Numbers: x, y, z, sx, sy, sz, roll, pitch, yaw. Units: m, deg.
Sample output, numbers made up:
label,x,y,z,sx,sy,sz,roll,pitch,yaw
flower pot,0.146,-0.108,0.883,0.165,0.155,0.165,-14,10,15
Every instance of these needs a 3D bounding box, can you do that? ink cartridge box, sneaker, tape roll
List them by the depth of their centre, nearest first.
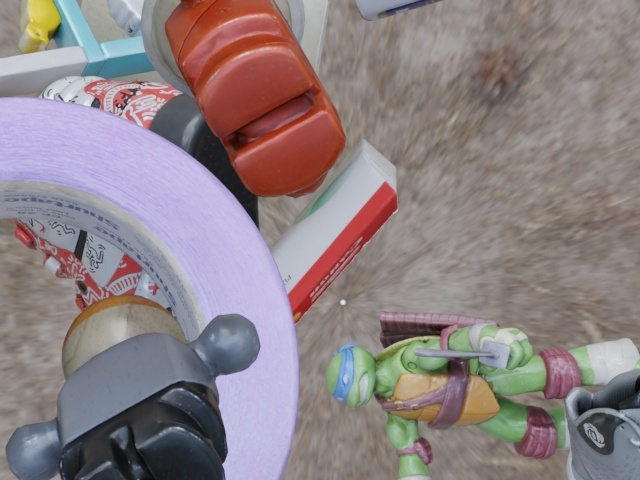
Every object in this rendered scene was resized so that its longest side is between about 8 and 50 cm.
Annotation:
label,x,y,z,sx,sy,sz,roll,pitch,yaw
tape roll,-0.152,0.070,0.956,0.275,0.090,0.275,2,80,-9
sneaker,-0.108,0.031,1.133,0.145,0.090,0.270,15,118,34
sneaker,0.276,0.166,1.435,0.229,0.132,0.086,15,49,36
ink cartridge box,0.000,0.000,1.827,0.056,0.224,0.181,40,100,-4

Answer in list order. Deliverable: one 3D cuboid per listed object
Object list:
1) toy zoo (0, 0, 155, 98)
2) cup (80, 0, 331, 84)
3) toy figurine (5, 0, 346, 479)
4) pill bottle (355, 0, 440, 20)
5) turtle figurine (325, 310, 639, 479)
label,x,y,z,sx,sy,sz,roll,pitch,yaw
toy zoo,-0.188,-0.190,1.279,0.293,0.030,0.192,-14,68,-35
cup,-0.110,-0.224,1.890,0.237,0.331,0.331,9,88,-1
toy figurine,-0.109,-0.018,0.652,0.213,0.148,0.209,10,110,-15
pill bottle,0.098,-0.225,1.370,0.169,0.094,0.094,-16,88,6
turtle figurine,0.148,0.166,1.635,0.266,0.275,0.198,2,96,-16
